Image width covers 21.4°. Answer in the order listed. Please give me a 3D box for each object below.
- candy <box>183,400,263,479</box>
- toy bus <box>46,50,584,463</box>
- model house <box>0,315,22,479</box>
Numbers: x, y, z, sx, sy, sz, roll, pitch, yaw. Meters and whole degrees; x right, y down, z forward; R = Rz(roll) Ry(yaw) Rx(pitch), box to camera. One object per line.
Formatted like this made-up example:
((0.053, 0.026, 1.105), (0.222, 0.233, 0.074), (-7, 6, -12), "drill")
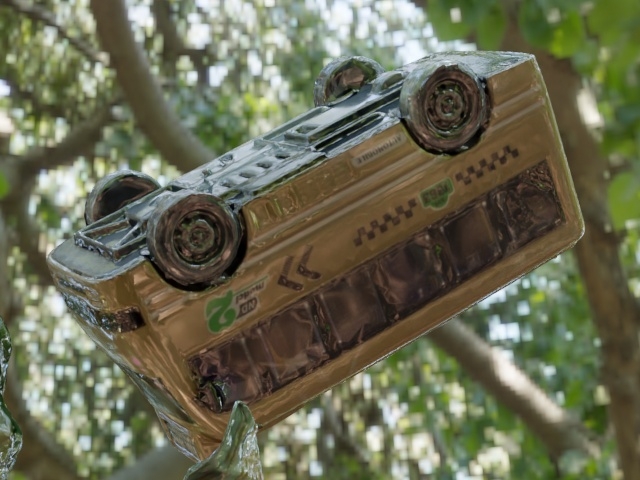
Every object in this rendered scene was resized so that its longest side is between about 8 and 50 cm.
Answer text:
((-0.009, 0.136, 0.622), (0.046, 0.053, 0.182), (-9, -56, 30), "candy")
((0.000, 0.000, 0.976), (0.289, 0.139, 0.157), (-29, -72, -20), "toy bus")
((-0.136, 0.193, 0.545), (0.284, 0.298, 0.243), (39, -70, 5), "model house")
